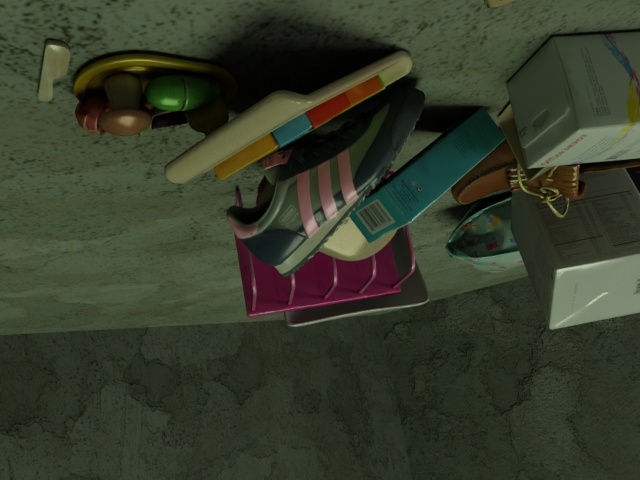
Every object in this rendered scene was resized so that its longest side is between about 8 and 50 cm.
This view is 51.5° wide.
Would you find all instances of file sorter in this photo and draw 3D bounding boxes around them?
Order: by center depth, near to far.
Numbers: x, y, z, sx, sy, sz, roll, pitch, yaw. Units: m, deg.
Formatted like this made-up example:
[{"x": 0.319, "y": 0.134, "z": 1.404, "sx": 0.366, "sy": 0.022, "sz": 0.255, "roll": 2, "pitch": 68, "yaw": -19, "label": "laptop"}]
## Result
[{"x": 0.000, "y": 0.000, "z": 1.183, "sx": 0.291, "sy": 0.202, "sz": 0.182, "roll": -8, "pitch": 164, "yaw": -9, "label": "file sorter"}]

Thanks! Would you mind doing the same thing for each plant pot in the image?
[{"x": 0.337, "y": -0.165, "z": 0.957, "sx": 0.096, "sy": 0.109, "sz": 0.109, "roll": -21, "pitch": 169, "yaw": -8, "label": "plant pot"}]

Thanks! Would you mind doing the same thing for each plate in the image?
[{"x": 0.053, "y": 0.057, "z": 1.350, "sx": 0.277, "sy": 0.278, "sz": 0.045, "roll": -10, "pitch": 134, "yaw": -2, "label": "plate"}]

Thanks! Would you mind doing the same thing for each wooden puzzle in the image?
[{"x": -0.030, "y": -0.132, "z": 0.753, "sx": 0.221, "sy": 0.044, "sz": 0.239, "roll": -22, "pitch": -173, "yaw": 42, "label": "wooden puzzle"}]

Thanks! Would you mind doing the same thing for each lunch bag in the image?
[{"x": 0.436, "y": -0.012, "z": 1.570, "sx": 0.262, "sy": 0.160, "sz": 0.223, "roll": -21, "pitch": 165, "yaw": 20, "label": "lunch bag"}]

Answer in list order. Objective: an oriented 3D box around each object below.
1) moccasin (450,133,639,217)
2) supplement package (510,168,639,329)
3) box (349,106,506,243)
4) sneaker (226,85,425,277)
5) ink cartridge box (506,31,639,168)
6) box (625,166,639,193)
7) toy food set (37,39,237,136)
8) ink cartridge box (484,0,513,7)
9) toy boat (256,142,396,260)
[{"x": 0.398, "y": -0.122, "z": 1.075, "sx": 0.380, "sy": 0.146, "sz": 0.139, "roll": -15, "pitch": 167, "yaw": 19, "label": "moccasin"}, {"x": 0.499, "y": -0.007, "z": 1.271, "sx": 0.198, "sy": 0.262, "sz": 0.199, "roll": -12, "pitch": 139, "yaw": 5, "label": "supplement package"}, {"x": 0.152, "y": -0.095, "z": 0.938, "sx": 0.244, "sy": 0.060, "sz": 0.100, "roll": -39, "pitch": -176, "yaw": -33, "label": "box"}, {"x": -0.001, "y": -0.094, "z": 0.873, "sx": 0.319, "sy": 0.131, "sz": 0.112, "roll": -49, "pitch": -167, "yaw": 20, "label": "sneaker"}, {"x": 0.352, "y": -0.177, "z": 0.843, "sx": 0.176, "sy": 0.127, "sz": 0.128, "roll": -7, "pitch": 167, "yaw": -14, "label": "ink cartridge box"}, {"x": 0.794, "y": -0.110, "z": 1.406, "sx": 0.270, "sy": 0.165, "sz": 0.143, "roll": -16, "pitch": 167, "yaw": 22, "label": "box"}, {"x": -0.188, "y": -0.137, "z": 0.710, "sx": 0.218, "sy": 0.071, "sz": 0.128, "roll": -1, "pitch": 164, "yaw": -35, "label": "toy food set"}, {"x": 0.195, "y": -0.265, "z": 0.422, "sx": 0.235, "sy": 0.088, "sz": 0.193, "roll": -15, "pitch": 165, "yaw": 20, "label": "ink cartridge box"}, {"x": 0.013, "y": -0.070, "z": 1.043, "sx": 0.231, "sy": 0.151, "sz": 0.151, "roll": 24, "pitch": 113, "yaw": -21, "label": "toy boat"}]
